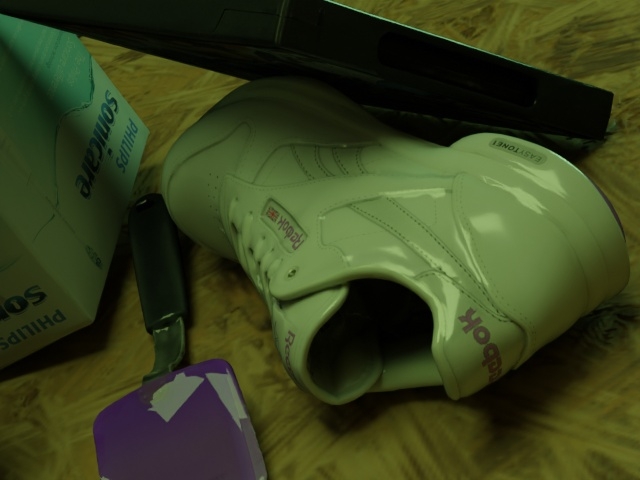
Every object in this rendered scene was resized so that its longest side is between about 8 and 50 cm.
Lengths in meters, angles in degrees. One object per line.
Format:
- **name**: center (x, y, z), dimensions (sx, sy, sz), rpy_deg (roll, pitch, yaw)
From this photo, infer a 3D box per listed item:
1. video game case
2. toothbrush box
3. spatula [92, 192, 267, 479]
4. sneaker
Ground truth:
- **video game case**: center (-0.017, -0.109, 0.967), dimensions (0.275, 0.248, 0.035), rpy_deg (15, 93, 48)
- **toothbrush box**: center (-0.244, -0.092, 1.000), dimensions (0.126, 0.295, 0.216), rpy_deg (-26, 30, 21)
- **spatula**: center (-0.086, 0.053, 0.930), dimensions (0.084, 0.030, 0.296), rpy_deg (-25, 30, 5)
- **sneaker**: center (0.000, 0.000, 0.867), dimensions (0.305, 0.114, 0.152), rpy_deg (13, 46, 47)
